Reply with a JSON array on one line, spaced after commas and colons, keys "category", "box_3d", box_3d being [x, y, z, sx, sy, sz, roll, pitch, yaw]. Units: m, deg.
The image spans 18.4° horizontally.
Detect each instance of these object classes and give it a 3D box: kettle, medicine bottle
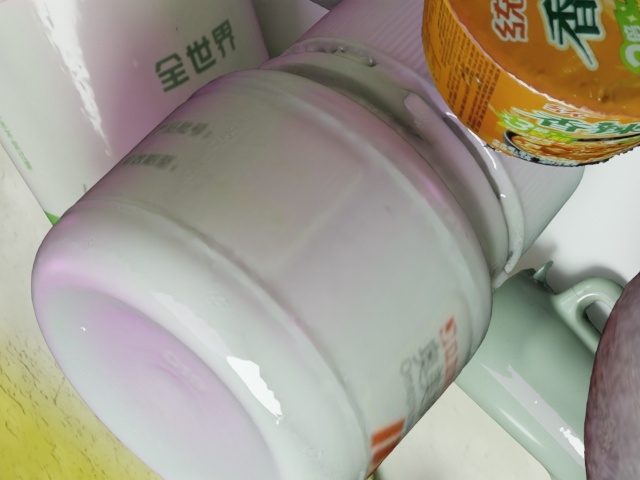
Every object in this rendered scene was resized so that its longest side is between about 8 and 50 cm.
[{"category": "kettle", "box_3d": [0.173, 0.095, 1.401, 0.148, 0.127, 0.098, 46, 168, 13]}, {"category": "medicine bottle", "box_3d": [0.000, 0.000, 1.296, 0.256, 0.325, 0.256, 31, 148, 22]}]

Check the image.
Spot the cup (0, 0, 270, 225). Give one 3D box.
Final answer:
[{"category": "cup", "box_3d": [-0.137, -0.114, 1.482, 0.253, 0.253, 0.274, -5, 117, 46]}]

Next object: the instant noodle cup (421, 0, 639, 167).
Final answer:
[{"category": "instant noodle cup", "box_3d": [0.157, -0.150, 1.156, 0.230, 0.230, 0.182, 52, 165, 9]}]

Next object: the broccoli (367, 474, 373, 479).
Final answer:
[{"category": "broccoli", "box_3d": [0.006, 0.284, 1.582, 0.263, 0.247, 0.243, 75, -168, -74]}]

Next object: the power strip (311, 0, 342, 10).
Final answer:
[{"category": "power strip", "box_3d": [0.090, -0.245, 1.276, 0.385, 0.091, 0.062, -26, 48, 49]}]

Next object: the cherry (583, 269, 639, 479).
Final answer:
[{"category": "cherry", "box_3d": [0.269, 0.131, 1.243, 0.213, 0.183, 0.266, -28, 85, 37]}]
